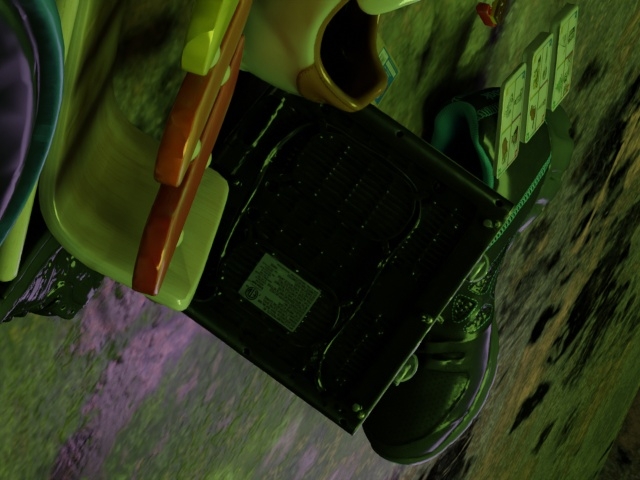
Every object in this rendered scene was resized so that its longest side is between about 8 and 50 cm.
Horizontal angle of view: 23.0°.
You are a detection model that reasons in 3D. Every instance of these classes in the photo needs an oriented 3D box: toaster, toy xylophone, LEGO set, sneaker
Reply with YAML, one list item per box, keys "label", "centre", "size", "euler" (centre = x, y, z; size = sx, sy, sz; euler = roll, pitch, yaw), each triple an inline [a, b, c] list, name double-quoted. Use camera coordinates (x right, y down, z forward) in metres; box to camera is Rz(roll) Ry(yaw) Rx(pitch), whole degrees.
- label: "toaster"
  centre: [0.000, 0.000, 0.946]
  size: [0.168, 0.185, 0.110]
  euler: [-55, 174, 3]
- label: "toy xylophone"
  centre: [-0.063, -0.105, 0.680]
  size: [0.236, 0.081, 0.323]
  euler: [-76, -178, -47]
- label: "LEGO set"
  centre: [0.151, -0.193, 1.174]
  size: [0.182, 0.060, 0.244]
  euler: [-47, 145, -52]
- label: "sneaker"
  centre: [0.091, 0.029, 1.307]
  size: [0.139, 0.125, 0.341]
  euler: [-2, 112, -57]
- label: "sneaker"
  centre: [0.024, -0.196, 0.801]
  size: [0.106, 0.123, 0.290]
  euler: [-38, 150, -41]
- label: "sneaker"
  centre: [-0.148, 0.019, 0.800]
  size: [0.170, 0.051, 0.089]
  euler: [-52, 154, -28]

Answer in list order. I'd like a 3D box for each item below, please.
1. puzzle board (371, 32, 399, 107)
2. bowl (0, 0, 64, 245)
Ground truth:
- label: "puzzle board"
  centre: [0.013, -0.099, 1.070]
  size: [0.096, 0.011, 0.128]
  euler: [-58, 161, -5]
- label: "bowl"
  centre: [-0.231, 0.020, 0.384]
  size: [0.391, 0.077, 0.391]
  euler: [-36, 167, -10]
